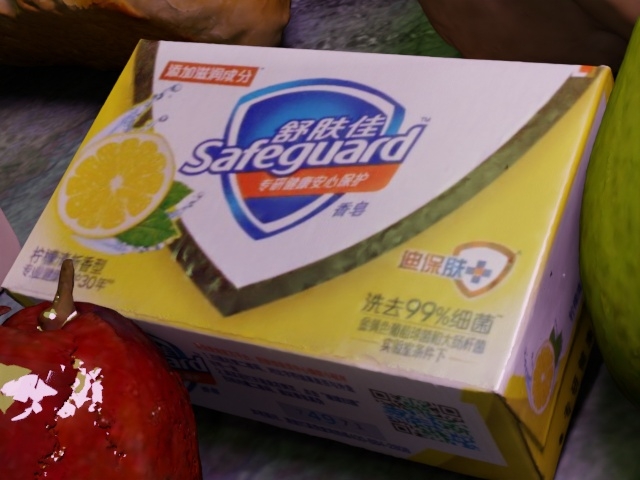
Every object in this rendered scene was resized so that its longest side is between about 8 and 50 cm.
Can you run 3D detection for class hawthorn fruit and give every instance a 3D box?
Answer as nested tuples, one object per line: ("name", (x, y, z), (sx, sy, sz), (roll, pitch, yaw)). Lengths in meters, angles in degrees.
("hawthorn fruit", (-0.119, 0.090, 0.481), (0.148, 0.172, 0.148), (2, 16, -1))

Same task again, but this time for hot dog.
("hot dog", (-0.198, -0.267, 0.942), (0.405, 0.185, 0.223), (8, 85, 37))

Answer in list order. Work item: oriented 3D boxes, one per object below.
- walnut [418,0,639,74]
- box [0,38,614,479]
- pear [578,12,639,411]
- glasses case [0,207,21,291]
("walnut", (0.205, -0.264, 0.653), (0.381, 0.381, 0.381), (-15, 34, 11))
("box", (0.000, 0.000, 0.542), (0.265, 0.097, 0.168), (11, 63, 30))
("pear", (0.224, -0.018, 0.427), (0.292, 0.159, 0.292), (-2, 72, 7))
("glasses case", (-0.331, 0.063, 0.661), (0.076, 0.144, 0.336), (8, 43, 35))
